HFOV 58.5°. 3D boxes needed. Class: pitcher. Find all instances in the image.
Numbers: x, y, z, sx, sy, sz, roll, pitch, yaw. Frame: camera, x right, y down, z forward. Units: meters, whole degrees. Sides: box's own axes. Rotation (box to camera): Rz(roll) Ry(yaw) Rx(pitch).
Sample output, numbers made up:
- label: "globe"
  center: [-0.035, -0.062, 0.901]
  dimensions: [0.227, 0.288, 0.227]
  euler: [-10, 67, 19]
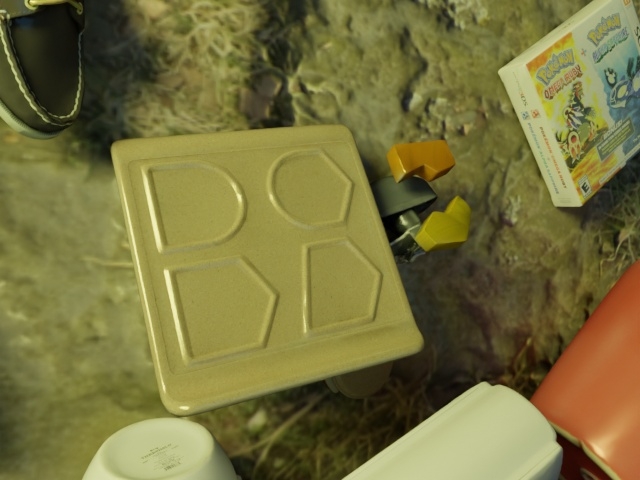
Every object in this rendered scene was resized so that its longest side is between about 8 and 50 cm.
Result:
- label: "pitcher"
  center: [-0.108, 0.248, 0.467]
  dimensions: [0.178, 0.125, 0.207]
  euler: [-14, 112, -47]

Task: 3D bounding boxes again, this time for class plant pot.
- label: "plant pot"
  center: [0.384, 0.193, 0.644]
  dimensions: [0.243, 0.275, 0.275]
  euler: [-39, 110, -11]

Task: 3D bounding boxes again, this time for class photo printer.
- label: "photo printer"
  center: [0.064, 0.293, 0.508]
  dimensions: [0.307, 0.107, 0.256]
  euler: [-25, 134, -25]

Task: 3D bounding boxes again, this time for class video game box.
- label: "video game box"
  center: [0.328, -0.173, 0.692]
  dimensions: [0.205, 0.048, 0.187]
  euler: [-38, 107, -20]

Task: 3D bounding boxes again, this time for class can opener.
- label: "can opener"
  center: [0.001, 0.019, 0.536]
  dimensions: [0.283, 0.076, 0.095]
  euler: [-23, 72, -24]

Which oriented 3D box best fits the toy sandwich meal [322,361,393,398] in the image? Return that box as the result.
- label: "toy sandwich meal"
  center: [0.036, 0.120, 0.573]
  dimensions: [0.085, 0.029, 0.085]
  euler: [-1, 92, -32]

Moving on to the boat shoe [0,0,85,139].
- label: "boat shoe"
  center: [-0.202, -0.185, 0.386]
  dimensions: [0.081, 0.069, 0.228]
  euler: [-28, 110, -60]

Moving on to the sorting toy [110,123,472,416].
- label: "sorting toy"
  center: [0.000, 0.000, 0.484]
  dimensions: [0.307, 0.041, 0.229]
  euler: [-9, 68, -24]
